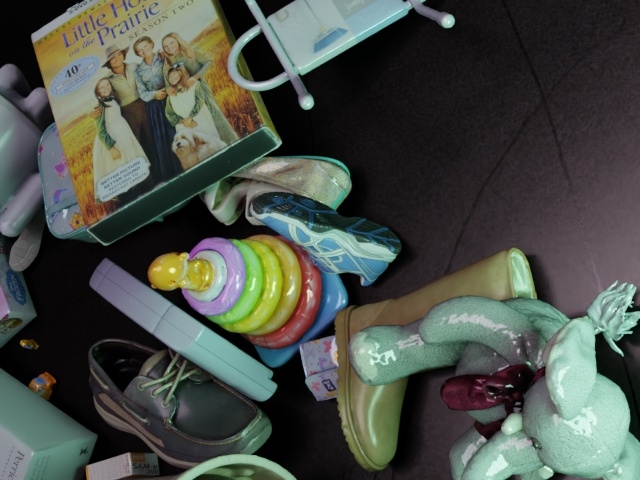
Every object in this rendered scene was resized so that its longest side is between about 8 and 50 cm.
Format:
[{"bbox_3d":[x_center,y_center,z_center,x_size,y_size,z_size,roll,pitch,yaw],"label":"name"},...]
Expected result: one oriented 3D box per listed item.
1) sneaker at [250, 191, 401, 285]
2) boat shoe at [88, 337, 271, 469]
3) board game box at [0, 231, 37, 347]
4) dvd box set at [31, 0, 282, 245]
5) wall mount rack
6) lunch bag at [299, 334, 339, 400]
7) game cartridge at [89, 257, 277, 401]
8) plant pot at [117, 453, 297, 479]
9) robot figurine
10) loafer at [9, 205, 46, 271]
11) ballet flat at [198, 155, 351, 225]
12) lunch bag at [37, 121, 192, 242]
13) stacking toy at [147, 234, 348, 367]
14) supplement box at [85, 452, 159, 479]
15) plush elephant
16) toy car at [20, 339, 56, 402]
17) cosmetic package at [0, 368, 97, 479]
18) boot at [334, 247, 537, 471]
[{"bbox_3d":[0.000,0.000,1.456,0.080,0.211,0.081,-84,18,-61],"label":"sneaker"},{"bbox_3d":[-0.226,0.228,1.564,0.355,0.130,0.132,9,44,39],"label":"boat shoe"},{"bbox_3d":[-0.687,0.093,1.999,0.319,0.066,0.318,-40,60,23],"label":"board game box"},{"bbox_3d":[-0.263,-0.235,1.641,0.308,0.062,0.420,-28,57,9],"label":"dvd box set"},{"bbox_3d":[0.028,-0.304,1.454,0.350,0.130,0.304,-31,58,3],"label":"wall mount rack"},{"bbox_3d":[0.015,0.175,1.485,0.071,0.053,0.083,-17,80,34],"label":"lunch bag"},{"bbox_3d":[-0.207,0.120,1.533,0.297,0.198,0.062,26,84,50],"label":"game cartridge"},{"bbox_3d":[-0.211,0.450,1.455,0.305,0.334,0.333,-7,76,46],"label":"plant pot"},{"bbox_3d":[-0.603,-0.135,1.863,0.300,0.200,0.353,37,77,11],"label":"robot figurine"},{"bbox_3d":[-0.514,-0.005,1.917,0.045,0.039,0.125,23,96,-7],"label":"loafer"},{"bbox_3d":[-0.104,-0.075,1.578,0.316,0.107,0.106,5,62,37],"label":"ballet flat"},{"bbox_3d":[-0.333,-0.120,1.761,0.279,0.108,0.224,-21,69,31],"label":"lunch bag"},{"bbox_3d":[-0.124,0.057,1.453,0.175,0.302,0.165,-43,59,22],"label":"stacking toy"},{"bbox_3d":[-0.307,0.357,1.674,0.098,0.062,0.036,-22,68,31],"label":"supplement box"},{"bbox_3d":[0.231,0.188,1.183,0.330,0.272,0.255,-29,19,12],"label":"plush elephant"},{"bbox_3d":[-0.498,0.228,1.851,0.060,0.040,0.122,-50,57,17],"label":"toy car"},{"bbox_3d":[-0.574,0.332,1.776,0.385,0.156,0.217,26,102,29],"label":"cosmetic package"},{"bbox_3d":[0.149,0.154,1.372,0.269,0.089,0.236,-19,70,30],"label":"boot"}]
